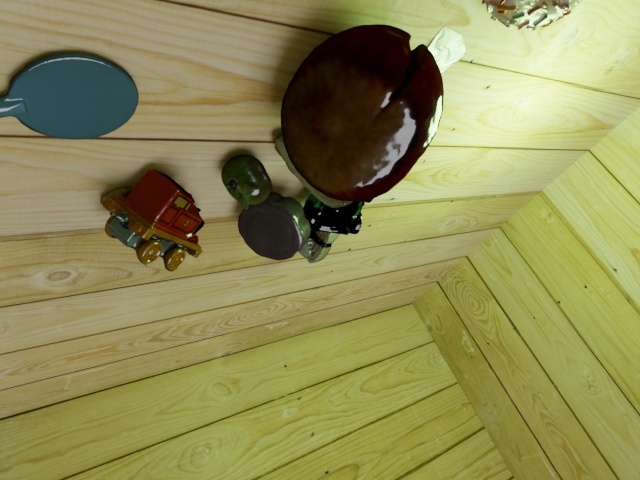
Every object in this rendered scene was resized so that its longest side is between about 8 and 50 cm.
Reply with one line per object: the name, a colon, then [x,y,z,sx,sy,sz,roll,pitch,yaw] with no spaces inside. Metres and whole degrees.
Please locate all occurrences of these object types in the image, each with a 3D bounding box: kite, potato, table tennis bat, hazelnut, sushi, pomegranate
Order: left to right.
table tennis bat: [-0.546,-0.285,0.911,0.329,0.044,0.215,-17,154,-27]
potato: [-0.554,-0.118,1.212,0.092,0.045,0.046,-26,119,-9]
pomegranate: [-0.222,-0.172,1.339,0.131,0.152,0.191,-29,176,-12]
sushi: [0.017,-0.003,1.913,0.273,0.109,0.134,-38,154,19]
potato: [0.012,-0.201,1.342,0.269,0.255,0.112,-14,164,-26]
hazelnut: [0.090,-0.316,1.116,0.402,0.402,0.429,-8,133,-35]
kite: [0.317,-0.506,1.372,0.169,0.015,0.310,4,140,-49]

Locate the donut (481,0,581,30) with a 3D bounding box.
donut: [0.597,-0.709,1.118,0.382,0.142,0.383,-21,154,-11]

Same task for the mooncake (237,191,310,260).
mooncake: [-0.157,-0.050,1.527,0.245,0.245,0.133,-45,-173,33]

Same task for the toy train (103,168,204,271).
toy train: [-0.454,-0.055,1.262,0.232,0.163,0.369,-52,165,-3]

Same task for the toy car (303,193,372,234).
toy car: [0.050,-0.144,1.607,0.213,0.176,0.359,7,135,-15]
